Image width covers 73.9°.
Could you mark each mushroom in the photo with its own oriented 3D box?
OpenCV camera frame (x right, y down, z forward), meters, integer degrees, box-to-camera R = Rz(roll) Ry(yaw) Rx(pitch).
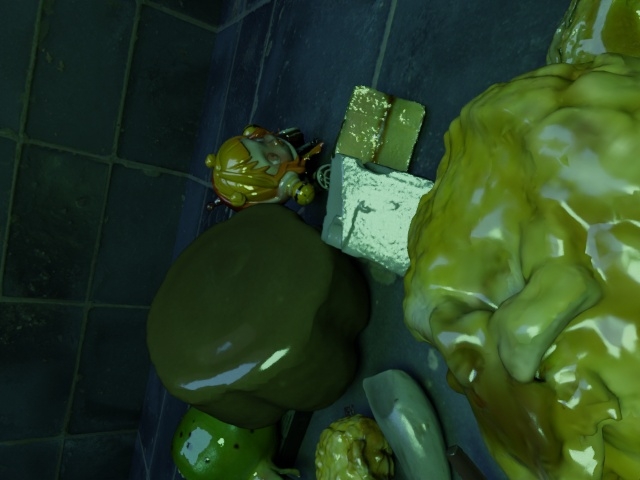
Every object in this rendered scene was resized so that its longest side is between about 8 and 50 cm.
[{"bbox_3d":[0.159,0.354,0.717,0.118,0.103,0.270,-43,53,44],"label":"mushroom"}]

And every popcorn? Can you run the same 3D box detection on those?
[{"bbox_3d":[0.067,0.416,0.790,0.170,0.180,0.180,-2,78,22],"label":"popcorn"},{"bbox_3d":[0.265,0.035,0.425,0.344,0.353,0.390,47,-125,-80],"label":"popcorn"}]

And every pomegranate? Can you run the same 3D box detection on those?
[{"bbox_3d":[-0.197,0.496,1.019,0.340,0.260,0.261,21,101,25],"label":"pomegranate"}]

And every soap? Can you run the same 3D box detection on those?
[{"bbox_3d":[0.171,-0.014,0.641,0.302,0.257,0.159,32,108,55],"label":"soap"}]

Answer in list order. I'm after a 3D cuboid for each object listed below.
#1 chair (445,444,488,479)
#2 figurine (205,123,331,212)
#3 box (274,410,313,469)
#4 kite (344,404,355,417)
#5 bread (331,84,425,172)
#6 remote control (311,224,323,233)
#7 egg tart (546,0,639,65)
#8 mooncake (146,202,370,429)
[{"bbox_3d":[0.272,0.440,0.503,0.326,0.183,0.175,53,144,-10],"label":"chair"},{"bbox_3d":[-0.135,-0.172,1.089,0.320,0.323,0.196,51,141,34],"label":"figurine"},{"bbox_3d":[-0.095,0.417,1.140,0.211,0.058,0.350,38,115,53],"label":"box"},{"bbox_3d":[0.071,0.396,0.933,0.044,0.002,0.078,-61,37,28],"label":"kite"},{"bbox_3d":[0.123,-0.243,0.979,0.264,0.163,0.168,-80,7,-76],"label":"bread"},{"bbox_3d":[0.000,0.000,1.117,0.122,0.032,0.074,18,97,57],"label":"remote control"},{"bbox_3d":[0.399,-0.232,0.467,0.288,0.118,0.288,-16,71,54],"label":"egg tart"},{"bbox_3d":[-0.132,0.157,0.928,0.466,0.262,0.467,-17,51,22],"label":"mooncake"}]
